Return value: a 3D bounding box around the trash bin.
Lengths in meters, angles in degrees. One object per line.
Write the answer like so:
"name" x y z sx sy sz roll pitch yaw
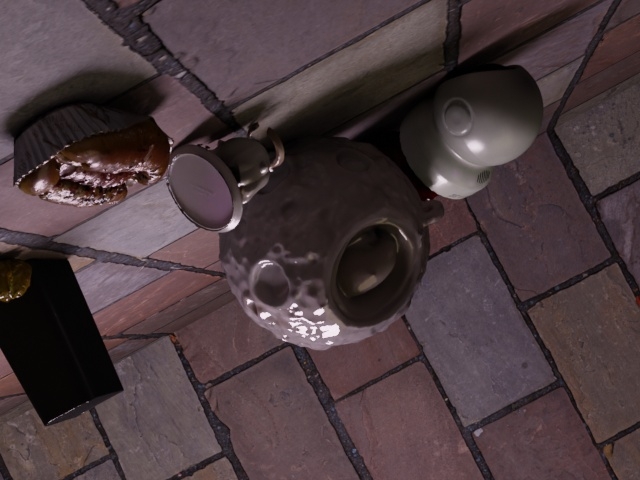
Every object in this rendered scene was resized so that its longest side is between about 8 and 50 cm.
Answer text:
"trash bin" -0.402 0.151 1.874 0.115 0.226 0.165 -30 174 7

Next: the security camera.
"security camera" 0.272 -0.201 2.122 0.194 0.195 0.236 -22 168 -45

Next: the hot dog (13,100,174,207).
"hot dog" -0.235 -0.088 1.323 0.144 0.075 0.268 -26 172 11

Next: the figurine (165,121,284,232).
"figurine" -0.113 -0.099 1.663 0.153 0.132 0.132 -39 -177 -41

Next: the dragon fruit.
"dragon fruit" 0.097 -0.116 2.239 0.282 0.100 0.343 -12 -152 29

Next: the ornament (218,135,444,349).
"ornament" 0.000 0.000 1.963 0.337 0.337 0.337 -28 174 -3

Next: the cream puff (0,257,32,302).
"cream puff" -0.437 0.057 1.718 0.083 0.058 0.083 -25 175 -10
